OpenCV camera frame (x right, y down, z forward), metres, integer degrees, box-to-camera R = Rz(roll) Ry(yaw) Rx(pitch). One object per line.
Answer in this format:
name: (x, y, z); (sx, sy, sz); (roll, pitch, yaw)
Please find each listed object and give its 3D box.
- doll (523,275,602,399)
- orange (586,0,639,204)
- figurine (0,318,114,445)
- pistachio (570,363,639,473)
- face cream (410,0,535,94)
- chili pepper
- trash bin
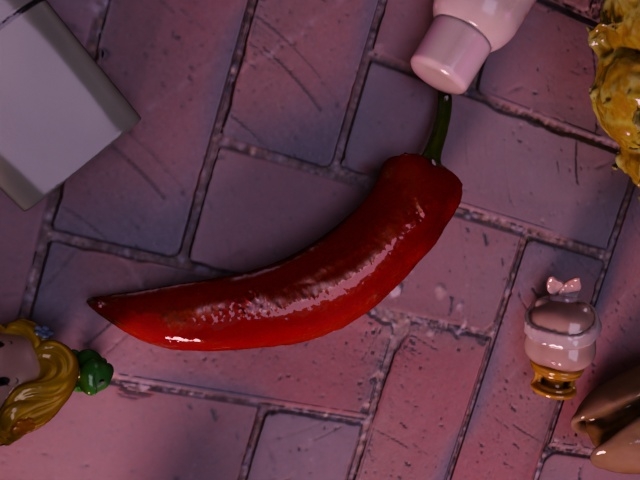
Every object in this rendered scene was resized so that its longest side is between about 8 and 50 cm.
doll: (0.250, 0.093, 0.699); (0.084, 0.073, 0.127); (-14, 112, -50)
orange: (0.376, -0.165, 0.610); (0.300, 0.223, 0.301); (-6, 108, -23)
figurine: (-0.249, 0.113, 0.525); (0.156, 0.115, 0.094); (-4, 68, -38)
pistachio: (0.381, 0.192, 0.732); (0.226, 0.136, 0.135); (-7, 102, -12)
face cream: (0.167, -0.251, 0.592); (0.082, 0.082, 0.269); (31, 90, -22)
chili pepper: (-0.001, 0.008, 0.582); (0.368, 0.092, 0.137); (-32, 97, -14)
trash bin: (-0.218, -0.106, 0.497); (0.116, 0.059, 0.130); (-41, 112, -7)
